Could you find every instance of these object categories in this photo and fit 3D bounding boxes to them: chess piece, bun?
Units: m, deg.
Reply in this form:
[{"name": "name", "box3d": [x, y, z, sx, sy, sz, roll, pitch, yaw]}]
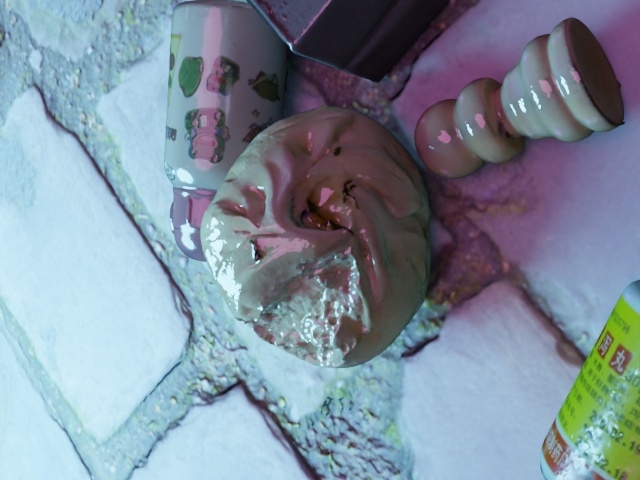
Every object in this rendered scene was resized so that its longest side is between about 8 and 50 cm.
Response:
[{"name": "chess piece", "box3d": [0.155, -0.104, 0.705, 0.170, 0.094, 0.094, -25, 79, 34]}, {"name": "bun", "box3d": [0.000, 0.000, 0.751, 0.209, 0.116, 0.237, -13, 89, 1]}]

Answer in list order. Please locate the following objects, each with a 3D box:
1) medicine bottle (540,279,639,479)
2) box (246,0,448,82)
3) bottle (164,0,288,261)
[{"name": "medicine bottle", "box3d": [0.266, 0.104, 0.611, 0.139, 0.139, 0.226, 31, 108, 27]}, {"name": "box", "box3d": [-0.009, -0.283, 0.746, 0.153, 0.188, 0.252, -47, 71, 22]}, {"name": "bottle", "box3d": [-0.099, -0.104, 0.845, 0.120, 0.120, 0.253, 9, 96, 32]}]
